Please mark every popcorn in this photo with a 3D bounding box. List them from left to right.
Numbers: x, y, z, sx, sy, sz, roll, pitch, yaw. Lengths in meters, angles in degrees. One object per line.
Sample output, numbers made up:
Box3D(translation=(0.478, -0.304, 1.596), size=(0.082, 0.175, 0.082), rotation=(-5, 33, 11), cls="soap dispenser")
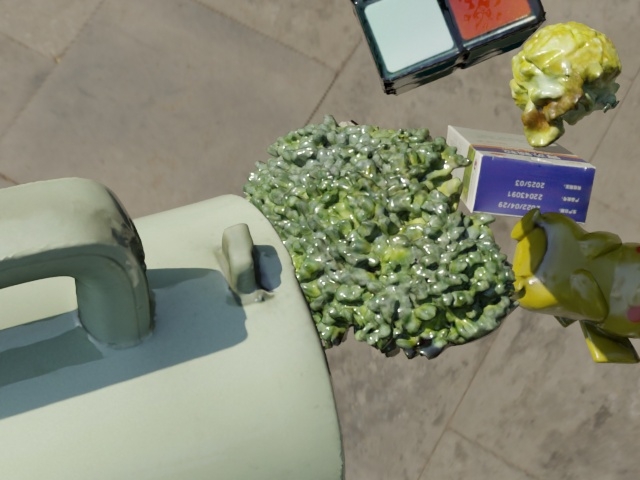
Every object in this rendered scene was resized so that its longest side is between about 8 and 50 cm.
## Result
Box3D(translation=(0.414, -0.262, 1.685), size=(0.197, 0.198, 0.213), rotation=(23, 72, 10), cls="popcorn")

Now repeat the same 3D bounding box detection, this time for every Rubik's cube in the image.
Box3D(translation=(0.120, -0.271, 1.052), size=(0.183, 0.167, 0.180), rotation=(-19, 91, 7), cls="Rubik's cube")

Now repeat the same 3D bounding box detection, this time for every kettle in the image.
Box3D(translation=(-0.159, 0.100, 0.489), size=(0.317, 0.265, 0.205), rotation=(-13, 85, -21), cls="kettle")

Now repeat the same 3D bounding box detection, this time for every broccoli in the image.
Box3D(translation=(0.065, 0.004, 0.966), size=(0.248, 0.245, 0.288), rotation=(-39, 67, 18), cls="broccoli")

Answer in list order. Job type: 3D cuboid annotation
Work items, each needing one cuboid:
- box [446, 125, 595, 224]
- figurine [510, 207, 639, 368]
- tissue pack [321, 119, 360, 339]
Box3D(translation=(0.343, -0.123, 1.758), size=(0.200, 0.299, 0.107), rotation=(6, 105, -5), cls="box")
Box3D(translation=(0.443, 0.082, 1.534), size=(0.326, 0.169, 0.218), rotation=(17, 75, 4), cls="figurine")
Box3D(translation=(0.000, 0.000, 1.682), size=(0.210, 0.370, 0.198), rotation=(29, 39, -14), cls="tissue pack")
